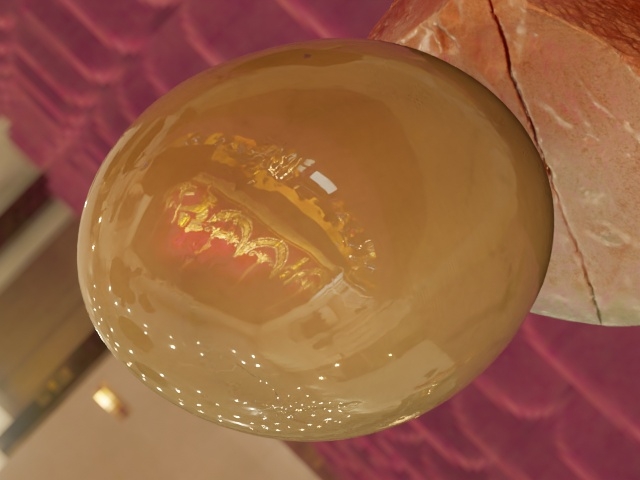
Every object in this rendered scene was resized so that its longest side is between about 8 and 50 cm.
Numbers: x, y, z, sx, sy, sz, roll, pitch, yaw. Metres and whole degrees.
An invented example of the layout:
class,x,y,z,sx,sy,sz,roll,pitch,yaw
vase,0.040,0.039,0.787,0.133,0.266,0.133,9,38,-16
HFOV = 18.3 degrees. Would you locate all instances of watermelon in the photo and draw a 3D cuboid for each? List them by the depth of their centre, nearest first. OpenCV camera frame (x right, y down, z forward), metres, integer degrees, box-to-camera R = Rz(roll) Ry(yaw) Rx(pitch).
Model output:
class,x,y,z,sx,sy,sz,roll,pitch,yaw
watermelon,0.175,-0.103,1.256,0.292,0.222,0.319,33,148,0

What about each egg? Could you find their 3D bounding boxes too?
class,x,y,z,sx,sy,sz,roll,pitch,yaw
egg,0.000,0.000,1.078,0.219,0.269,0.219,166,90,-73
